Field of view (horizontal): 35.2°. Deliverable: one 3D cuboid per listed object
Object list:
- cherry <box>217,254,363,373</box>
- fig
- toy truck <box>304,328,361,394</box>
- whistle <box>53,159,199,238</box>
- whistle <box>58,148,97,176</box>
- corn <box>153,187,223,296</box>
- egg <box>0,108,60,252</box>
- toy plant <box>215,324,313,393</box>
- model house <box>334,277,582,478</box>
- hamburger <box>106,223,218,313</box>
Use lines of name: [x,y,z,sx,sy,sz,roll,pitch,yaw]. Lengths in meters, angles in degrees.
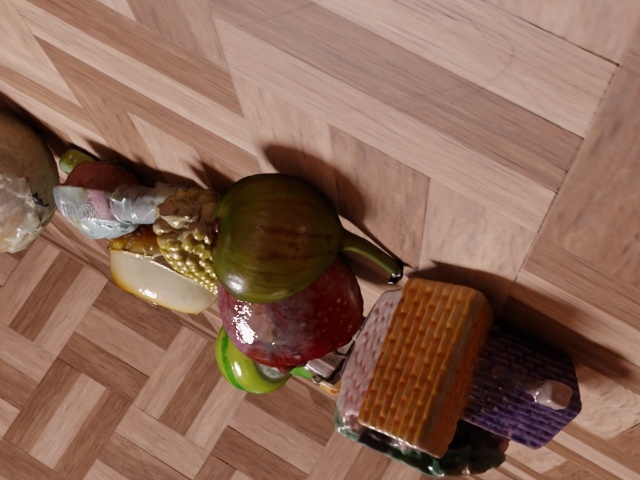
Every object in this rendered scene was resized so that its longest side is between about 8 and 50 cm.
cherry: [-0.048,0.070,1.366,0.192,0.175,0.249,-6,139,29]
fig: [0.000,0.000,1.179,0.259,0.151,0.151,4,178,-23]
toy truck: [0.091,0.227,1.712,0.270,0.135,0.114,31,168,5]
whistle: [-0.311,-0.065,1.623,0.346,0.133,0.142,4,147,45]
whistle: [-0.407,-0.100,1.822,0.104,0.057,0.198,28,165,18]
corn: [-0.130,0.026,1.499,0.130,0.130,0.347,23,167,35]
egg: [-0.600,-0.108,1.813,0.279,0.279,0.310,27,141,19]
toy plant: [-0.054,0.220,2.031,0.316,0.184,0.224,-4,151,42]
model house: [0.162,0.181,1.192,0.237,0.202,0.237,28,169,-6]
hamburger: [-0.264,0.039,1.771,0.237,0.147,0.237,19,-178,-1]
